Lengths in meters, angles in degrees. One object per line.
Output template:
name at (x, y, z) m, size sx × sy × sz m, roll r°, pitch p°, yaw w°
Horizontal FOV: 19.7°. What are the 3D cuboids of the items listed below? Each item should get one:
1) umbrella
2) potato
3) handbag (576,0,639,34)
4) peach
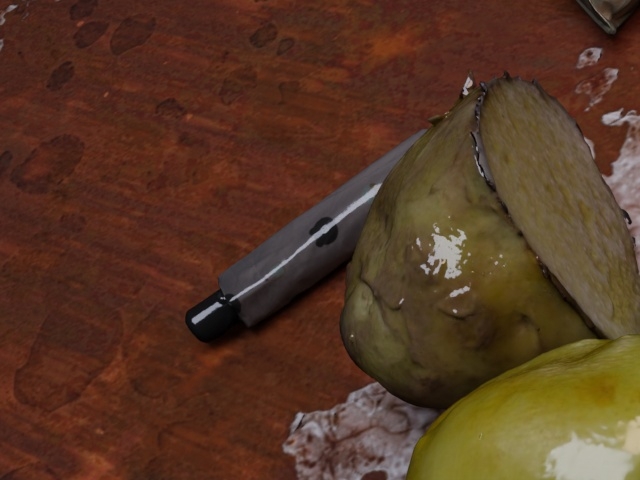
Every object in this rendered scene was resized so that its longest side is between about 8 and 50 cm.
umbrella at (0.000, 0.000, 1.969) m, size 0.337 × 0.067 × 0.073 m, roll -36°, pitch 29°, yaw 2°
potato at (0.135, 0.023, 1.738) m, size 0.237 × 0.301 × 0.289 m, roll -30°, pitch 6°, yaw 29°
handbag at (0.310, -0.347, 2.028) m, size 0.182 × 0.117 × 0.270 m, roll -47°, pitch 41°, yaw 10°
peach at (0.222, 0.225, 1.469) m, size 0.315 × 0.281 × 0.314 m, roll -11°, pitch 11°, yaw 20°
